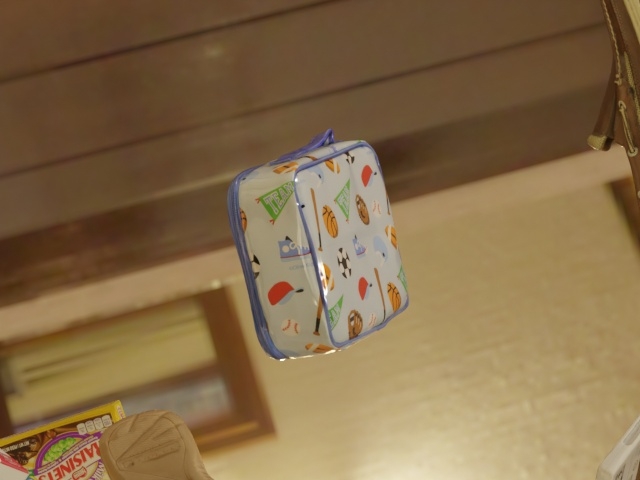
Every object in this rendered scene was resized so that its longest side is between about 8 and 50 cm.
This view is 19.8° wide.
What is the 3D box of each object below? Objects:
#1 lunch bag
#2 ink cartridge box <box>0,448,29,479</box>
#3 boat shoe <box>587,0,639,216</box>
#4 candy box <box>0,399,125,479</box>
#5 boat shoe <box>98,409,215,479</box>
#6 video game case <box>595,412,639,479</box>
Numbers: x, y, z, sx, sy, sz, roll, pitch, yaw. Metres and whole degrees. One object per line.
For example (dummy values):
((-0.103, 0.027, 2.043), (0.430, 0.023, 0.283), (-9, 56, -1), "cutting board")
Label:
((0.000, 0.000, 2.151), (0.303, 0.115, 0.243), (-28, 103, -68), "lunch bag")
((-0.426, 0.242, 2.105), (0.150, 0.063, 0.109), (30, -3, 34), "ink cartridge box")
((0.256, -0.100, 1.476), (0.095, 0.095, 0.257), (17, 54, -66), "boat shoe")
((-0.332, 0.283, 2.340), (0.027, 0.206, 0.105), (-42, 112, -75), "candy box")
((-0.114, 0.247, 1.496), (0.285, 0.103, 0.092), (-124, -166, -56), "boat shoe")
((0.348, 0.260, 2.059), (0.022, 0.173, 0.190), (28, -39, 24), "video game case")
